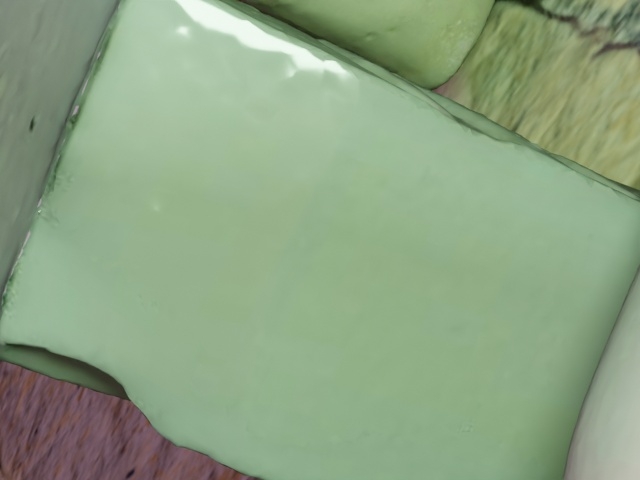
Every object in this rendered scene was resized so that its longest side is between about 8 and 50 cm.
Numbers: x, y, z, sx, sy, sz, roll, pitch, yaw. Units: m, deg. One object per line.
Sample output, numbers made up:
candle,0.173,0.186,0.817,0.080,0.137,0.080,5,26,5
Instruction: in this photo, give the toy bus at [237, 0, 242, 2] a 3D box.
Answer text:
toy bus,-0.071,-0.218,1.397,0.126,0.136,0.209,-36,41,5

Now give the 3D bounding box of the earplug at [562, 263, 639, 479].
earplug,0.197,0.072,0.741,0.172,0.172,0.301,-11,44,55

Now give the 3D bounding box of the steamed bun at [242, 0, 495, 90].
steamed bun,0.033,-0.311,1.185,0.236,0.247,0.383,-44,37,23

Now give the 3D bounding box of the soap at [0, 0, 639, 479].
soap,0.000,0.000,0.931,0.213,0.435,0.350,-64,30,7
